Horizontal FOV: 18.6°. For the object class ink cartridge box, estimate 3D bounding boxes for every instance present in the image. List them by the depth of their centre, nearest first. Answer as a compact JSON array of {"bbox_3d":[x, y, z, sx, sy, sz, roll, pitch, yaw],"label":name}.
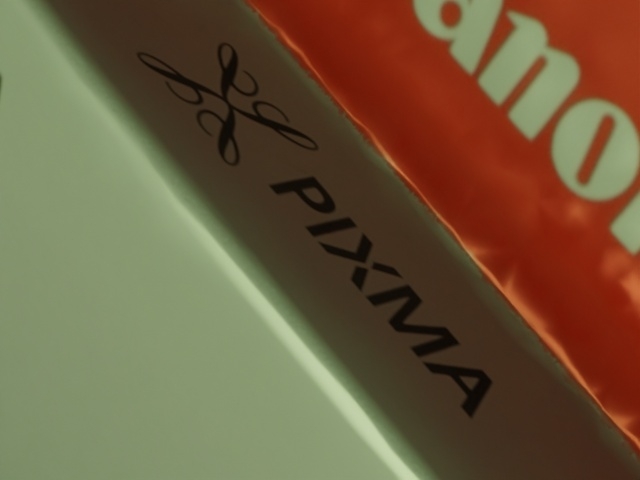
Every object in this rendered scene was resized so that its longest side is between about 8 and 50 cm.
[{"bbox_3d":[0.000,0.000,0.339,0.275,0.060,0.239,50,127,20],"label":"ink cartridge box"}]
